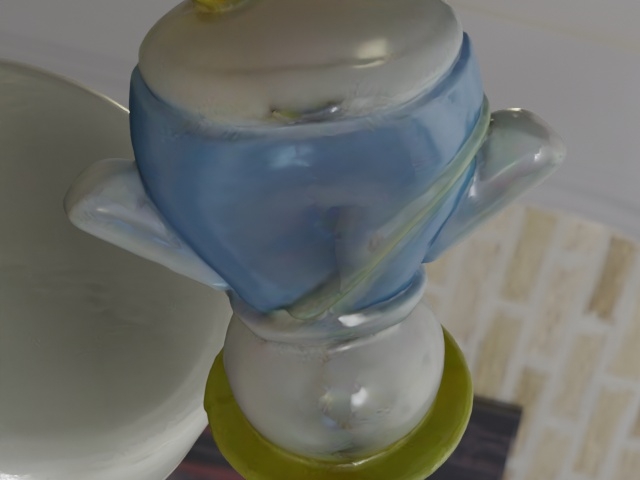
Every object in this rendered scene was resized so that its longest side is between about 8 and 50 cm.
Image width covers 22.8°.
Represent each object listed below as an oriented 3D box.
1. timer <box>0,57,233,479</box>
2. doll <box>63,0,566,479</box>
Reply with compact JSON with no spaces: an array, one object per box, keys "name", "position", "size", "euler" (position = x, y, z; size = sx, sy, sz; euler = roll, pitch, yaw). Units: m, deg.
[{"name":"timer","position":[-0.143,0.014,0.692],"size":[0.240,0.233,0.233],"euler":[126,-18,-46]},{"name":"doll","position":[-0.001,-0.001,0.506],"size":[0.099,0.135,0.241],"euler":[39,-33,39]}]
